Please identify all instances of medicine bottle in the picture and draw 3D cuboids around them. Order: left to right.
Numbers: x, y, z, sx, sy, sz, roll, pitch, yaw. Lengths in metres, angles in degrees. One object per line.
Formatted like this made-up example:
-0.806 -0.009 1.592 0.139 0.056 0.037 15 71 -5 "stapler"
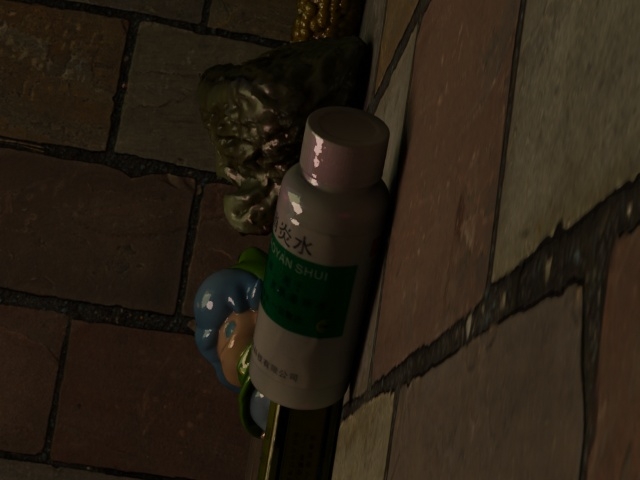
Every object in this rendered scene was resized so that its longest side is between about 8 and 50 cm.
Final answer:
0.002 0.017 1.277 0.095 0.095 0.260 -87 8 -59 "medicine bottle"

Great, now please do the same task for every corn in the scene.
0.009 -0.294 1.955 0.097 0.097 0.320 -87 8 -60 "corn"

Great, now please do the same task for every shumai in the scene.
-0.030 -0.118 1.773 0.256 0.189 0.218 -162 62 -71 "shumai"

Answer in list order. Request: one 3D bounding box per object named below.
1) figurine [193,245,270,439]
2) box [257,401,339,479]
-0.058 0.125 1.683 0.263 0.143 0.162 -113 20 -50 "figurine"
-0.030 0.245 1.436 0.141 0.064 0.220 138 140 -83 "box"
